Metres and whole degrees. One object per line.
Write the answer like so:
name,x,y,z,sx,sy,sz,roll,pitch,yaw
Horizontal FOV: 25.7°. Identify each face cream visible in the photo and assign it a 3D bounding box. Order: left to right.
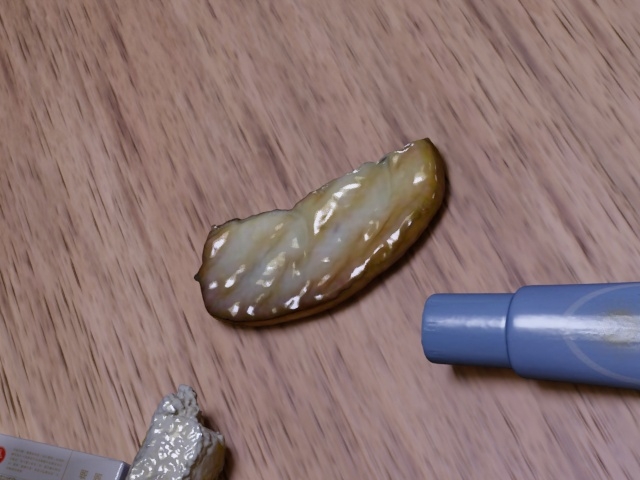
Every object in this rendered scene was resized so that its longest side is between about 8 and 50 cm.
face cream,0.280,0.085,1.274,0.385,0.086,0.135,0,73,26

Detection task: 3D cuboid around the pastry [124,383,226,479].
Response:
pastry,-0.170,0.275,1.423,0.089,0.121,0.258,26,71,11

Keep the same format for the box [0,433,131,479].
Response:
box,-0.293,0.292,1.511,0.201,0.058,0.141,5,68,31

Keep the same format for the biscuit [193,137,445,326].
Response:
biscuit,0.002,0.003,1.500,0.299,0.045,0.154,-22,55,18
